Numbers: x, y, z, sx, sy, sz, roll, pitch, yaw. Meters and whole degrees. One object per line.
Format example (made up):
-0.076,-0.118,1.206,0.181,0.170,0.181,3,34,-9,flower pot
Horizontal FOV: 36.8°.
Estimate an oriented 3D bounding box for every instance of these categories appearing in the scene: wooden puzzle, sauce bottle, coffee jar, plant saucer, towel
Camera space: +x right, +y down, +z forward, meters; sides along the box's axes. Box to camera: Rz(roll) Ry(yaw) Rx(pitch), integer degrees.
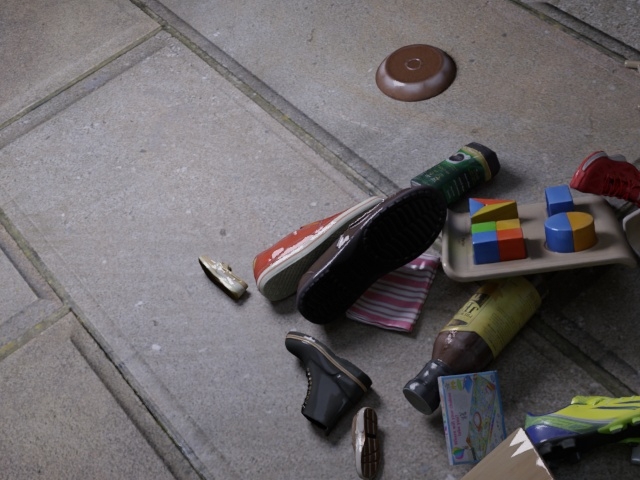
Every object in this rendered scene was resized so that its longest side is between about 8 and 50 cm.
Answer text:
0.411,-0.027,1.871,0.348,0.080,0.322,-3,22,9,wooden puzzle
0.288,0.180,1.797,0.111,0.111,0.344,31,63,32,sauce bottle
0.291,-0.138,2.070,0.184,0.079,0.096,-32,28,-12,coffee jar
0.230,-0.419,2.349,0.199,0.036,0.198,-6,50,8,plant saucer
0.148,0.092,1.957,0.144,0.029,0.197,12,55,21,towel

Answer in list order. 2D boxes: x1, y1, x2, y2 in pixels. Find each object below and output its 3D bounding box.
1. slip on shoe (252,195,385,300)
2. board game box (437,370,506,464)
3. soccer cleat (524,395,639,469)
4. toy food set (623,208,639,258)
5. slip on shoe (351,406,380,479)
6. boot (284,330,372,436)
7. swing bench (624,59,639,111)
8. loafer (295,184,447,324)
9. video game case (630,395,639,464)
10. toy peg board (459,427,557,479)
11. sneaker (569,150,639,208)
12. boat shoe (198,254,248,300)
0.000,0.000,2.016,0.331,0.123,0.101,-32,47,-7,slip on shoe
0.268,0.311,1.692,0.104,0.026,0.154,-5,78,-6,board game box
0.489,0.300,1.651,0.289,0.093,0.121,-17,41,9,soccer cleat
0.750,0.026,1.802,0.220,0.092,0.306,-28,60,-9,toy food set
0.077,0.370,1.743,0.041,0.051,0.135,-32,47,41,slip on shoe
-0.020,0.268,1.830,0.198,0.077,0.137,27,67,32,boot
0.806,-0.437,2.082,0.255,0.253,0.165,-7,51,9,swing bench
0.087,0.009,1.927,0.366,0.133,0.130,-37,23,-3,loafer
0.618,0.326,1.659,0.143,0.019,0.157,8,54,20,video game case
0.328,0.428,1.592,0.161,0.079,0.160,-45,34,14,toy peg board
0.602,-0.114,1.931,0.221,0.087,0.128,-16,46,-44,sneaker
-0.207,0.073,2.049,0.045,0.050,0.135,-38,63,-21,boat shoe
